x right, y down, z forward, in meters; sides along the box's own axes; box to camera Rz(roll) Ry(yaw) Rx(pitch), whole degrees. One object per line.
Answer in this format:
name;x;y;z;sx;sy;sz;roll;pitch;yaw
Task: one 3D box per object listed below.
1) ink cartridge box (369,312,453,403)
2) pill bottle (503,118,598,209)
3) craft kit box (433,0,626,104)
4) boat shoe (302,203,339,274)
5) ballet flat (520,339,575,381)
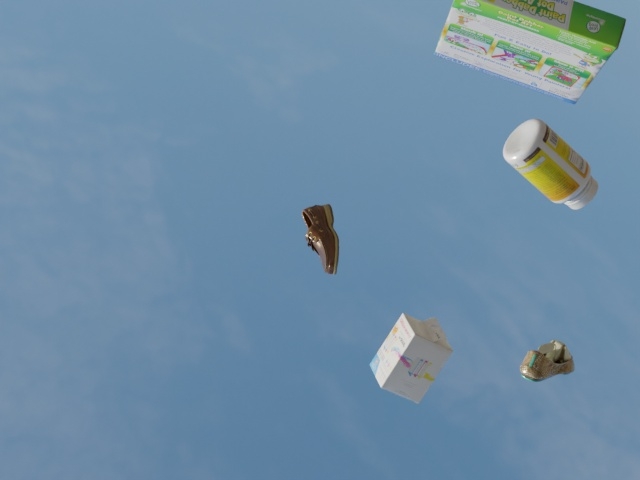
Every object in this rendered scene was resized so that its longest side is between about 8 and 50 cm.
ink cartridge box;0.173;0.211;2.197;0.090;0.143;0.092;24;-164;-21
pill bottle;0.510;-0.162;2.581;0.215;0.117;0.117;38;-153;-22
craft kit box;0.312;-0.311;1.808;0.249;0.061;0.246;20;170;1
boat shoe;0.000;-0.001;2.295;0.060;0.064;0.178;-1;-135;-11
ballet flat;0.461;0.234;2.331;0.073;0.067;0.206;23;-166;27
